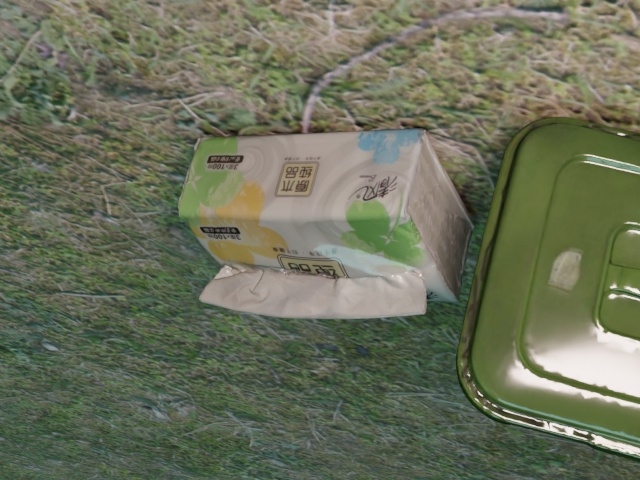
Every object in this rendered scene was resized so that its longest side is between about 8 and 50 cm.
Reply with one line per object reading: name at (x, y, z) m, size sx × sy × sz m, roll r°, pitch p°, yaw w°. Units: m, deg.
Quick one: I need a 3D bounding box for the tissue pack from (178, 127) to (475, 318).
tissue pack at (0.000, 0.000, 1.114) m, size 0.229 × 0.145 × 0.159 m, roll 1°, pitch 148°, yaw 27°

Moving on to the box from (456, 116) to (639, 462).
box at (0.279, 0.063, 0.997) m, size 0.328 × 0.253 × 0.178 m, roll 16°, pitch 166°, yaw 2°
